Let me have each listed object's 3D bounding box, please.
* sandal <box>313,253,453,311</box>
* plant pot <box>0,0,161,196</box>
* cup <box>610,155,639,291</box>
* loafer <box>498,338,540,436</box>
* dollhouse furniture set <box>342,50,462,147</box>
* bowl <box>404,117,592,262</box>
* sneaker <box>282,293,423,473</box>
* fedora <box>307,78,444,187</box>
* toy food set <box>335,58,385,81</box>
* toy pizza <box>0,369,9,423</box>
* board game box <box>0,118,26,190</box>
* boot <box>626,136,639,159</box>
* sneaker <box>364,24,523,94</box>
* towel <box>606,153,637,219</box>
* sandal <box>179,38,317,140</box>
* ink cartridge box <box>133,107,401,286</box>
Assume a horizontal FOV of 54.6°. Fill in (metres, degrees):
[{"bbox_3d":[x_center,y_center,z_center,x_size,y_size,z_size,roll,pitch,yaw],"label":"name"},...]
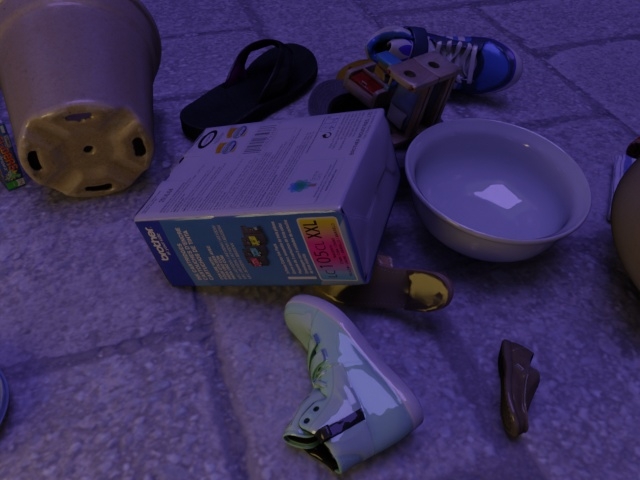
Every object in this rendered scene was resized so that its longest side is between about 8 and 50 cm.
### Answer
[{"bbox_3d":[0.094,0.062,0.953,0.240,0.088,0.079,10,6,30],"label":"sandal"},{"bbox_3d":[-0.436,-0.261,1.135,0.334,0.333,0.305,-12,54,-14],"label":"plant pot"},{"bbox_3d":[0.577,-0.037,0.925,0.331,0.330,0.237,-1,15,-3],"label":"cup"},{"bbox_3d":[0.264,0.190,0.817,0.050,0.056,0.148,2,42,10],"label":"loafer"},{"bbox_3d":[0.120,-0.279,1.092,0.129,0.129,0.184,-28,60,-35],"label":"dollhouse furniture set"},{"bbox_3d":[0.276,-0.063,1.032,0.298,0.134,0.297,4,46,-4],"label":"bowl"},{"bbox_3d":[-0.008,0.177,0.798,0.151,0.094,0.256,-28,48,-25],"label":"sneaker"},{"bbox_3d":[0.101,-0.188,1.180,0.276,0.124,0.243,10,44,-5],"label":"fedora"},{"bbox_3d":[0.096,-0.319,1.377,0.128,0.071,0.218,-33,39,8],"label":"toy food set"},{"bbox_3d":[-0.495,0.225,0.774,0.201,0.032,0.201,1,41,-1],"label":"toy pizza"},{"bbox_3d":[-0.627,-0.198,1.162,0.035,0.136,0.201,-30,51,-30],"label":"board game box"},{"bbox_3d":[0.706,-0.176,1.240,0.158,0.059,0.085,27,43,27],"label":"boot"},{"bbox_3d":[0.253,-0.399,1.376,0.323,0.130,0.236,25,26,36],"label":"sneaker"},{"bbox_3d":[0.676,-0.067,1.134,0.285,0.034,0.209,18,45,17],"label":"towel"},{"bbox_3d":[-0.138,-0.362,1.380,0.168,0.107,0.445,20,45,19],"label":"sandal"},{"bbox_3d":[-0.098,-0.066,0.976,0.396,0.151,0.270,0,39,22],"label":"ink cartridge box"}]
